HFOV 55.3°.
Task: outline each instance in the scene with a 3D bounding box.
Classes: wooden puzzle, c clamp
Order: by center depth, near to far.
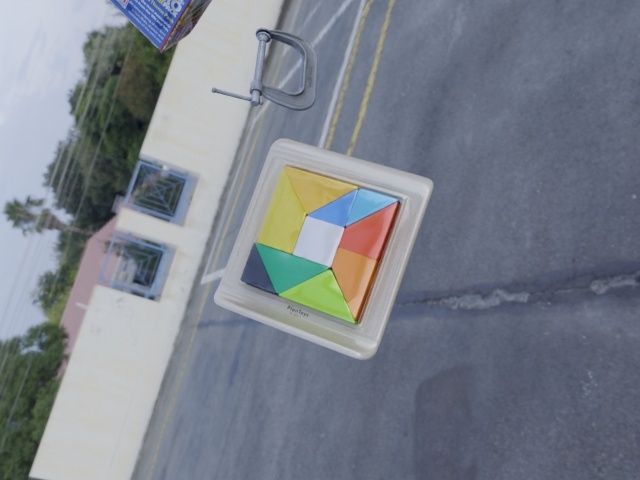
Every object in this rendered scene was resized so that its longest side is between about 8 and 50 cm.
[{"bbox_3d":[0.000,0.000,0.753,0.044,0.220,0.239,48,-118,-70],"label":"wooden puzzle"},{"bbox_3d":[-0.065,-0.238,0.837,0.022,0.137,0.161,130,155,-53],"label":"c clamp"}]

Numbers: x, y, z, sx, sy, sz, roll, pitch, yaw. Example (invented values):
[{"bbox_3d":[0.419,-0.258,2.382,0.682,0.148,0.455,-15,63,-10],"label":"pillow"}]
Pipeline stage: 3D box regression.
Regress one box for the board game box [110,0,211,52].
[{"bbox_3d":[-0.106,-0.242,0.389,0.193,0.147,0.045,-36,15,43],"label":"board game box"}]
